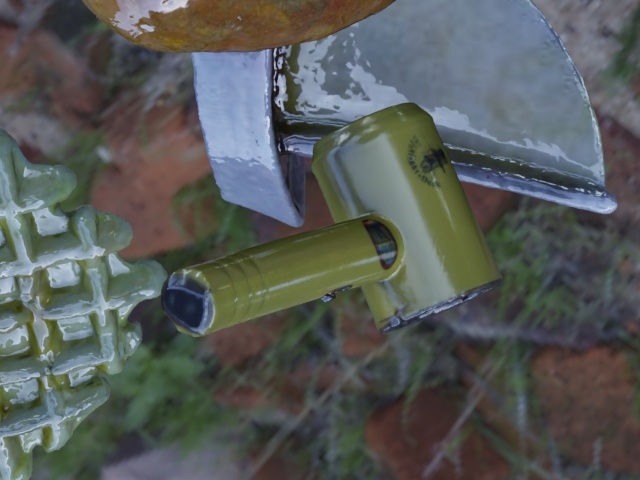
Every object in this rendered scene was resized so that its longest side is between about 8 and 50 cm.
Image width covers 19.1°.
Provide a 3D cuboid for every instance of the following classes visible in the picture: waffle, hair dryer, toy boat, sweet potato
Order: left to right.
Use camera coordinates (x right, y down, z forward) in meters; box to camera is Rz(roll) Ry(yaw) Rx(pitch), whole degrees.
[{"bbox_3d":[-0.285,0.060,1.386,0.292,0.056,0.309,33,108,-25],"label":"waffle"},{"bbox_3d":[-0.007,-0.159,1.040,0.097,0.292,0.097,35,132,49],"label":"sweet potato"},{"bbox_3d":[0.000,0.000,1.170,0.090,0.279,0.135,-25,84,37],"label":"hair dryer"},{"bbox_3d":[0.033,-0.134,1.292,0.294,0.111,0.276,-7,122,21],"label":"toy boat"}]
